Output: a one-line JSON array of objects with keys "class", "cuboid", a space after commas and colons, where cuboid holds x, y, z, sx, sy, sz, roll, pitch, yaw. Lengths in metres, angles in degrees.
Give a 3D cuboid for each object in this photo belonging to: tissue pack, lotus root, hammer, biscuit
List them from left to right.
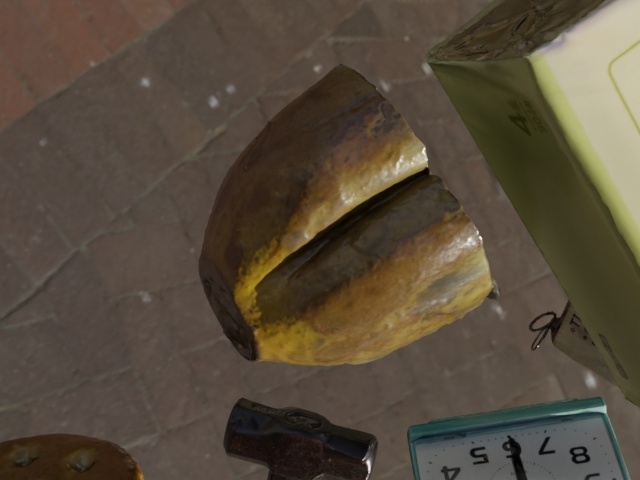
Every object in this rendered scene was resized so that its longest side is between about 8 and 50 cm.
[{"class": "biscuit", "cuboid": [-0.268, 0.262, 1.107, 0.220, 0.220, 0.066, -46, 137, -52]}, {"class": "hammer", "cuboid": [-0.071, 0.468, 1.915, 0.242, 0.408, 0.095, 17, 15, 5]}, {"class": "lotus root", "cuboid": [0.001, 0.001, 0.847, 0.188, 0.180, 0.199, 47, -18, 37]}, {"class": "tissue pack", "cuboid": [0.183, -0.038, 0.571, 0.159, 0.125, 0.234, -38, 110, -10]}]

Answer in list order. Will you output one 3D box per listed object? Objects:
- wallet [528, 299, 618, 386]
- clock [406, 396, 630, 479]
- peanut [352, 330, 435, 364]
[{"class": "wallet", "cuboid": [0.494, 0.104, 1.785, 0.275, 0.335, 0.068, 36, 33, 20]}, {"class": "clock", "cuboid": [0.255, 0.331, 1.481, 0.116, 0.262, 0.231, 82, -2, -51]}, {"class": "peanut", "cuboid": [0.102, 0.115, 1.684, 0.099, 0.214, 0.099, 48, 18, -22]}]
